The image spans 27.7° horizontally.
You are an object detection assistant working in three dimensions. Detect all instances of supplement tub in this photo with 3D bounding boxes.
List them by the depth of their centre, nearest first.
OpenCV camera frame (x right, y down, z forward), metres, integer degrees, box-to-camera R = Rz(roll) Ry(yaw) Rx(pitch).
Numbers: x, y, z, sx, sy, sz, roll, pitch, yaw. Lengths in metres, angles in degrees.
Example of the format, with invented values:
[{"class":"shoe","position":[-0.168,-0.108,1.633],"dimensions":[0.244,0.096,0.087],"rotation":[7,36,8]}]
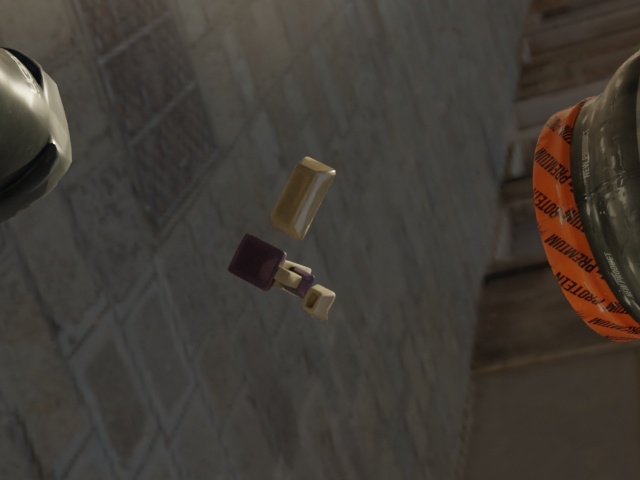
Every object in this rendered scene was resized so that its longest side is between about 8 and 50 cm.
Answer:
[{"class":"supplement tub","position":[0.310,-0.050,0.762],"dimensions":[0.207,0.338,0.207],"rotation":[22,61,-45]}]

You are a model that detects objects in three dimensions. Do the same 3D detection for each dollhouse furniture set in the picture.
[{"class":"dollhouse furniture set","position":[0.000,0.000,1.071],"dimensions":[0.114,0.091,0.081],"rotation":[-64,155,0]}]

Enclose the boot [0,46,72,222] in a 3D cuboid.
[{"class":"boot","position":[-0.347,-0.044,0.640],"dimensions":[0.146,0.367,0.445],"rotation":[56,0,9]}]
